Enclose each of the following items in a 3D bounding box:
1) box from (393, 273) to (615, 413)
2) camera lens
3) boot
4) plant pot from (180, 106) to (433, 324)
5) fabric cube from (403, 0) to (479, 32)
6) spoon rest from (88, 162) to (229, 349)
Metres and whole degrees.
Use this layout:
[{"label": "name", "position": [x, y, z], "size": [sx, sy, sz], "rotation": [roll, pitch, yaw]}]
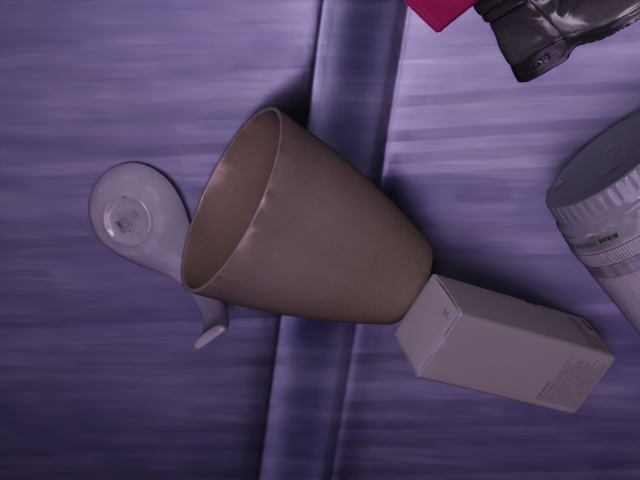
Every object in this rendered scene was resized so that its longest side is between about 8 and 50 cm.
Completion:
[{"label": "box", "position": [0.243, 0.139, 1.645], "size": [0.275, 0.094, 0.113], "rotation": [18, 116, -31]}, {"label": "camera lens", "position": [0.440, -0.003, 1.553], "size": [0.219, 0.219, 0.274], "rotation": [-36, 103, 20]}, {"label": "boot", "position": [0.301, -0.315, 1.524], "size": [0.246, 0.083, 0.161], "rotation": [-29, 100, 17]}, {"label": "plant pot", "position": [0.000, 0.000, 1.626], "size": [0.274, 0.256, 0.256], "rotation": [25, 115, -20]}, {"label": "fabric cube", "position": [0.165, -0.436, 1.349], "size": [0.259, 0.254, 0.258], "rotation": [44, 140, -10]}, {"label": "spoon rest", "position": [-0.219, 0.018, 1.748], "size": [0.137, 0.084, 0.276], "rotation": [-34, 91, 18]}]
